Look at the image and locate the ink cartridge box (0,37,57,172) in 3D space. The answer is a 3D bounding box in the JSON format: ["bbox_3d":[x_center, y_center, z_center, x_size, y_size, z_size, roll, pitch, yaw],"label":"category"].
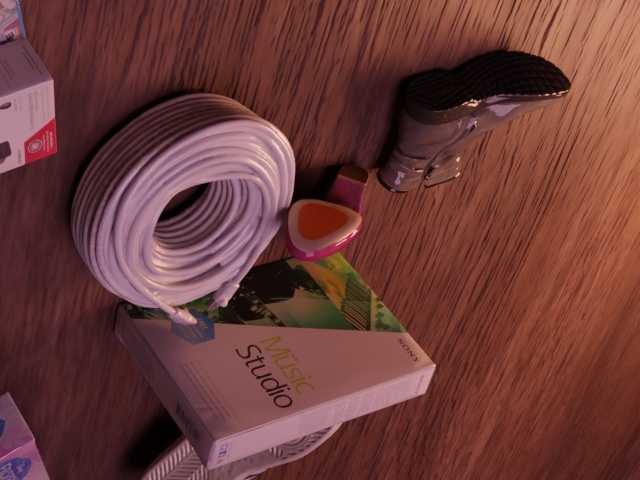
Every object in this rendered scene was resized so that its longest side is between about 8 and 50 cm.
[{"bbox_3d":[-0.323,-0.107,1.199,0.150,0.063,0.109,-25,153,-24],"label":"ink cartridge box"}]

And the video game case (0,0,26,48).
[{"bbox_3d":[-0.342,-0.194,1.138,0.166,0.015,0.119,-25,143,-21],"label":"video game case"}]

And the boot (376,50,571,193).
[{"bbox_3d":[0.187,-0.146,1.664,0.246,0.083,0.161,-14,145,-26],"label":"boot"}]

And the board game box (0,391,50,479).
[{"bbox_3d":[-0.456,0.311,1.457,0.318,0.066,0.318,-30,165,-16],"label":"board game box"}]

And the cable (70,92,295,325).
[{"bbox_3d":[-0.145,-0.041,1.436,0.257,0.089,0.257,-48,145,9],"label":"cable"}]

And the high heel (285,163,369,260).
[{"bbox_3d":[0.000,0.000,1.552,0.244,0.082,0.117,-66,175,-63],"label":"high heel"}]

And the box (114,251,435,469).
[{"bbox_3d":[-0.053,0.131,1.587,0.322,0.232,0.058,-14,138,-35],"label":"box"}]

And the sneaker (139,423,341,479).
[{"bbox_3d":[-0.091,0.244,1.745,0.350,0.131,0.148,-34,-177,22],"label":"sneaker"}]
